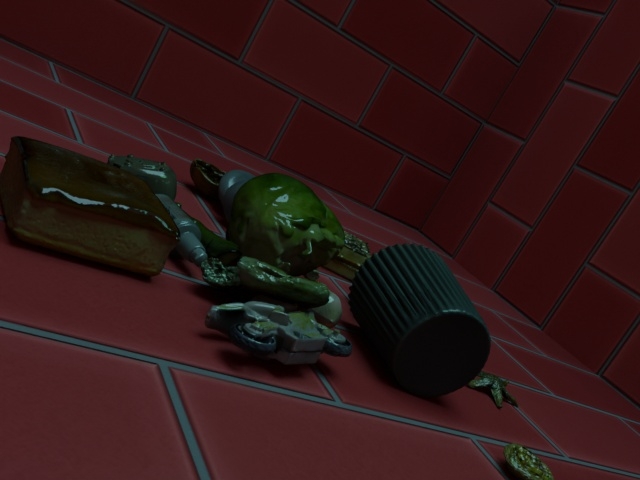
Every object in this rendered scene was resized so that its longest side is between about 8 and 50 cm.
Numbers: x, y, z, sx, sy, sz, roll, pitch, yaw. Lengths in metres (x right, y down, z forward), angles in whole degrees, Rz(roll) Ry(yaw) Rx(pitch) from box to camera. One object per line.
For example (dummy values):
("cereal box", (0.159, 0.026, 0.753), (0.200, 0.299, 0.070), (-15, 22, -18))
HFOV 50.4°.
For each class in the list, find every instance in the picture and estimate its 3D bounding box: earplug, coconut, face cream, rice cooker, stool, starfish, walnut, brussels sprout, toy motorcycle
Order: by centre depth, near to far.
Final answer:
("toy motorcycle", (-0.093, 0.182, 1.423), (0.223, 0.107, 0.341), (30, 11, 36))
("face cream", (-0.345, -0.014, 1.648), (0.101, 0.101, 0.252), (16, 19, -49))
("coconut", (-0.001, 0.172, 1.687), (0.110, 0.110, 0.124), (21, 8, -37))
("stool", (0.252, 0.205, 1.747), (0.297, 0.297, 0.330), (25, 17, -22))
("rice cooker", (-0.479, -0.152, 1.783), (0.207, 0.127, 0.145), (14, 18, -14))
("brussels sprout", (-0.115, -0.025, 1.867), (0.315, 0.276, 0.371), (45, 21, 9))
("starfish", (0.497, 0.430, 1.969), (0.208, 0.053, 0.176), (20, 24, -17))
("earplug", (-0.227, -0.132, 2.221), (0.214, 0.175, 0.325), (42, 8, -21))
("walnut", (-0.370, -0.191, 2.354), (0.211, 0.087, 0.167), (28, 19, -31))

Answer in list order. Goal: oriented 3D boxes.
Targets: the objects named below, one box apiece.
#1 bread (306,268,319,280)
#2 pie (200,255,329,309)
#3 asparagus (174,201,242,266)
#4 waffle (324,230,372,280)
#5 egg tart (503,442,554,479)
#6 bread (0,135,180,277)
("bread", (-0.028, 0.094, 2.113), (0.047, 0.036, 0.083), (23, 11, -16))
("pie", (-0.120, 0.102, 1.542), (0.303, 0.066, 0.302), (10, -14, 2))
("asparagus", (-0.323, -0.017, 1.756), (0.082, 0.085, 0.343), (-18, 36, -41))
("waffle", (0.000, 0.000, 2.382), (0.376, 0.114, 0.261), (28, 11, -12))
("egg tart", (0.455, 0.509, 1.513), (0.129, 0.049, 0.128), (27, 18, -10))
("bread", (-0.493, -0.076, 1.450), (0.333, 0.143, 0.323), (20, 14, -38))
